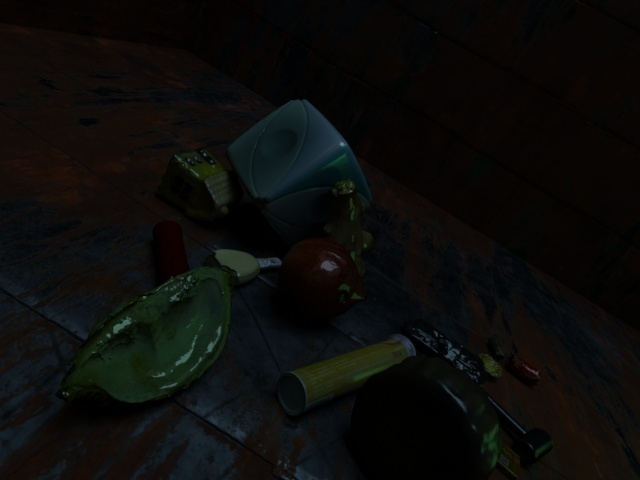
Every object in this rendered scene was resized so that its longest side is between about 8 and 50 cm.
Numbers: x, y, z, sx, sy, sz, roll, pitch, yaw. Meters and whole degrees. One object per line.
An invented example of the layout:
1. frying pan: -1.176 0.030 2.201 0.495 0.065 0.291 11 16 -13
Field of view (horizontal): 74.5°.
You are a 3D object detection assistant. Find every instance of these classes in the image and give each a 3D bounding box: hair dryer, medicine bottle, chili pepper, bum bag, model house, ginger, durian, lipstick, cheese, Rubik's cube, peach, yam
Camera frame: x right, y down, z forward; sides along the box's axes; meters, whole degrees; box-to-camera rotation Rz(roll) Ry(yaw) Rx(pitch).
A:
1. hair dryer: 0.537 0.527 1.230 0.128 0.069 0.255 3 30 -45
2. medicine bottle: 0.082 0.318 1.038 0.426 0.108 0.108 0 39 -48
3. chili pepper: 0.744 0.473 1.537 0.123 0.073 0.070 36 67 15
4. bum bag: 0.410 0.354 1.381 0.310 0.074 0.137 36 29 14
5. model house: -0.378 -0.160 1.372 0.234 0.174 0.193 42 25 0
6. ginger: 0.101 -0.003 1.348 0.237 0.375 0.166 10 29 -24
7. durian: -0.286 0.182 0.777 0.163 0.198 0.394 40 28 15
8. lipstick: -0.378 0.044 1.068 0.080 0.080 0.241 12 32 -35
9. cheese: -0.205 0.073 1.236 0.256 0.050 0.127 -2 40 -49
10. Rubik's cube: -0.070 -0.215 1.442 0.347 0.352 0.352 54 -4 37
11. peach: 0.012 0.114 1.192 0.257 0.232 0.232 15 24 9
12. yam: 0.668 0.409 1.597 0.043 0.043 0.094 27 24 -8

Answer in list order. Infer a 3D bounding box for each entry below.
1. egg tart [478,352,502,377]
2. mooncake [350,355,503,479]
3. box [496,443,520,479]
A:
1. egg tart: 0.579 0.436 1.451 0.105 0.039 0.105 25 26 -13
2. mooncake: 0.216 0.382 0.861 0.161 0.290 0.290 -1 40 -52
3. box: 0.457 0.553 1.123 0.156 0.022 0.089 38 27 14
